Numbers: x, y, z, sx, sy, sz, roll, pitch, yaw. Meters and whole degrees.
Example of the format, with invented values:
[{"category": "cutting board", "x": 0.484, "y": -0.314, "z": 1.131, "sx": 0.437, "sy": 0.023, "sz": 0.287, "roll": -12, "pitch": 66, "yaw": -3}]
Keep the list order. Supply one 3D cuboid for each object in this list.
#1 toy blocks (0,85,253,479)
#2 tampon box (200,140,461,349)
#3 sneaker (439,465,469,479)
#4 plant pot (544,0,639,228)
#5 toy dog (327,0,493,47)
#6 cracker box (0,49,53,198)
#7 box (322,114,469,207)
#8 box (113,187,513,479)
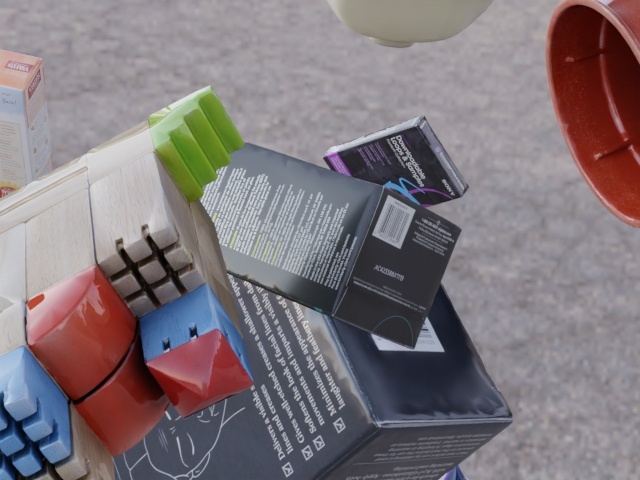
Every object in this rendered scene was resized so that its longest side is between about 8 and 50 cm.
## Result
[{"category": "toy blocks", "x": -0.195, "y": 0.084, "z": 0.833, "sx": 0.381, "sy": 0.190, "sz": 0.261, "roll": -27, "pitch": 32, "yaw": 4}, {"category": "tampon box", "x": 0.000, "y": 0.000, "z": 1.049, "sx": 0.161, "sy": 0.101, "sz": 0.120, "roll": 21, "pitch": -2, "yaw": 38}, {"category": "sneaker", "x": 0.195, "y": 0.383, "z": 1.809, "sx": 0.236, "sy": 0.323, "sz": 0.130, "roll": 31, "pitch": 67, "yaw": 4}, {"category": "plant pot", "x": 0.435, "y": -0.185, "z": 1.548, "sx": 0.265, "sy": 0.272, "sz": 0.272, "roll": -21, "pitch": 27, "yaw": -12}, {"category": "toy dog", "x": 0.116, "y": -0.418, "z": 1.300, "sx": 0.285, "sy": 0.407, "sz": 0.395, "roll": 2, "pitch": -22, "yaw": 9}, {"category": "cracker box", "x": -0.412, "y": -0.131, "z": 1.666, "sx": 0.156, "sy": 0.232, "sz": 0.067, "roll": 13, "pitch": 48, "yaw": 6}, {"category": "box", "x": 0.095, "y": -0.088, "z": 1.755, "sx": 0.162, "sy": 0.116, "sz": 0.029, "roll": -17, "pitch": 26, "yaw": 40}, {"category": "box", "x": -0.049, "y": 0.168, "z": 1.437, "sx": 0.212, "sy": 0.395, "sz": 0.293, "roll": 6, "pitch": 50, "yaw": -46}]
